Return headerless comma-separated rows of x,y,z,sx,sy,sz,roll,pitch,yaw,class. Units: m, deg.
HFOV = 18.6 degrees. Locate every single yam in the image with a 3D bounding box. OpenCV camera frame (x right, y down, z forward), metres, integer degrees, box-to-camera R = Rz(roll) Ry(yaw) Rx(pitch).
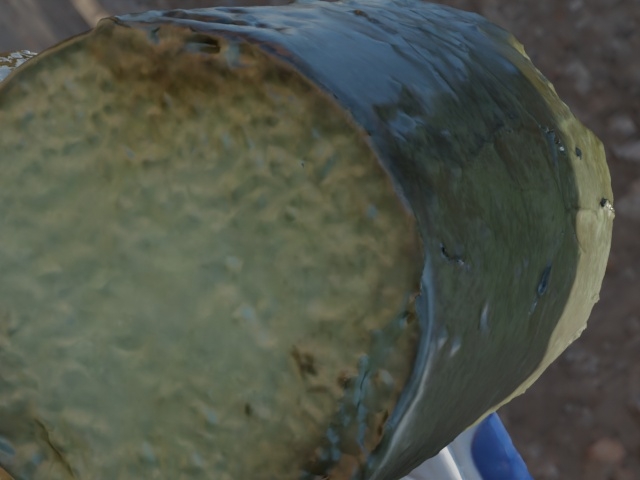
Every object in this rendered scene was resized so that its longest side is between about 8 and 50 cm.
0.000,0.000,0.636,0.161,0.161,0.268,56,23,7,yam

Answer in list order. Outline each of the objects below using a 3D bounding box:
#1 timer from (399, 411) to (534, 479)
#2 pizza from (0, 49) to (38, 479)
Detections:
0.003,0.191,0.975,0.178,0.253,0.078,60,-2,-6,timer
-0.085,0.037,0.844,0.228,0.081,0.289,52,12,-37,pizza
